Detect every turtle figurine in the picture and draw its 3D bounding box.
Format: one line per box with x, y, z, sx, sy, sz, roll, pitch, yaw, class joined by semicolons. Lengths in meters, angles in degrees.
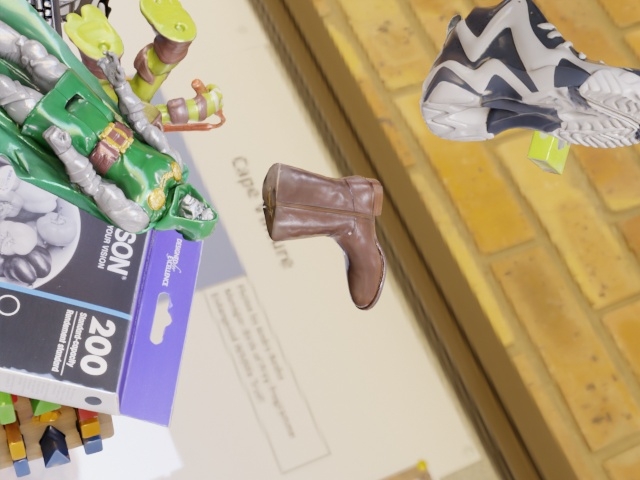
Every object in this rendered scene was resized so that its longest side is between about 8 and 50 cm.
-0.199;-0.125;0.899;0.217;0.269;0.087;122;-43;-58;turtle figurine

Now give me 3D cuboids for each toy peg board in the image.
-0.285;0.176;0.952;0.079;0.161;0.161;-126;-151;-49;toy peg board

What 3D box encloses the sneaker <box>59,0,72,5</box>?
-0.302;-0.342;1.198;0.081;0.211;0.080;12;-55;68;sneaker

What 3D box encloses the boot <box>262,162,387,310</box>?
0.000;0.000;0.708;0.037;0.114;0.106;-3;-93;41;boot

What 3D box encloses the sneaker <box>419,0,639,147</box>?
0.215;-0.171;0.893;0.094;0.234;0.153;52;43;-54;sneaker

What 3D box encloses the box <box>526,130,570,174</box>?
0.409;-0.212;1.670;0.042;0.109;0.178;16;-92;30;box

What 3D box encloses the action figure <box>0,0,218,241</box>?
-0.159;-0.077;0.624;0.232;0.137;0.063;40;-39;-18;action figure

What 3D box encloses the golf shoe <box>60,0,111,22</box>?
-0.346;-0.324;1.343;0.094;0.198;0.077;51;18;-13;golf shoe

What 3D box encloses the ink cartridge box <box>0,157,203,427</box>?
-0.209;0.042;0.849;0.045;0.208;0.206;128;-27;-51;ink cartridge box

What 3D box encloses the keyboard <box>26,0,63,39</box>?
-0.335;-0.220;1.060;0.023;0.108;0.180;7;-77;64;keyboard
